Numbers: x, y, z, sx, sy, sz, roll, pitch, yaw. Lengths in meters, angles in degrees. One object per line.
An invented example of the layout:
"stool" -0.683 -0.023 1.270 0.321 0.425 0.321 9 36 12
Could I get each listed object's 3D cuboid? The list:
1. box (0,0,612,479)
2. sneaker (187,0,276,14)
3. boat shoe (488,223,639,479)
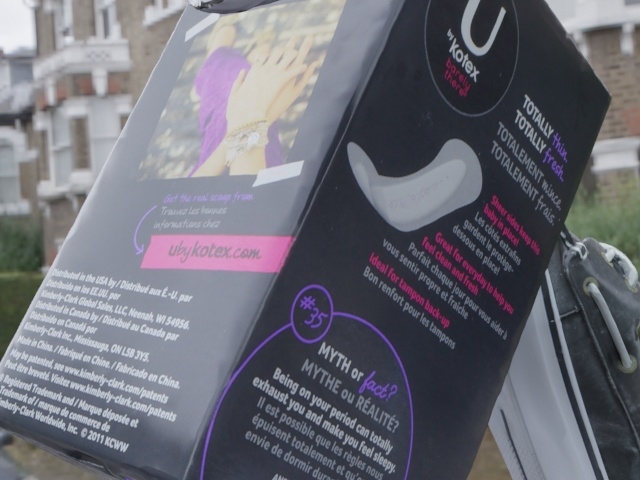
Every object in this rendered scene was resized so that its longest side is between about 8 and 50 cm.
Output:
"box" 0.000 0.000 0.497 0.143 0.270 0.165 8 -24 43
"sneaker" 0.019 -0.099 0.313 0.077 0.072 0.178 8 -1 -29
"boat shoe" 0.154 0.048 0.722 0.119 0.335 0.121 -22 12 -13
